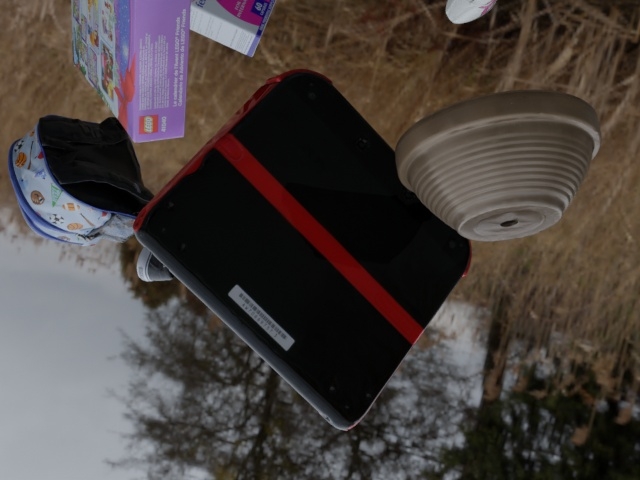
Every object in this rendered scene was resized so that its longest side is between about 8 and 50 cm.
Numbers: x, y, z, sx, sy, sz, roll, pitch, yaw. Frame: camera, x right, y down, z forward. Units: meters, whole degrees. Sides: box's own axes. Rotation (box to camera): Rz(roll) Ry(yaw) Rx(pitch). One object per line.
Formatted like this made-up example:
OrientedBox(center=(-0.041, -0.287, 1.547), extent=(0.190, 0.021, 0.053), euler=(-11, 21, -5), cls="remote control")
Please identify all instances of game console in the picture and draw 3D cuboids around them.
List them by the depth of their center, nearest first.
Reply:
OrientedBox(center=(0.000, 0.000, 1.092), extent=(0.386, 0.342, 0.060), euler=(45, 157, -12), cls="game console")

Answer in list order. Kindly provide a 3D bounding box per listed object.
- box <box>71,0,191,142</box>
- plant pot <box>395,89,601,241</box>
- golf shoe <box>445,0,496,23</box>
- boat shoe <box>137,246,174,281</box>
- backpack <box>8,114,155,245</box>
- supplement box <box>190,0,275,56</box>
OrientedBox(center=(-0.187, -0.270, 0.806), extent=(0.057, 0.293, 0.201), euler=(-12, -141, -29), cls="box")
OrientedBox(center=(0.208, -0.069, 0.964), extent=(0.238, 0.109, 0.237), euler=(-4, 160, -1), cls="plant pot")
OrientedBox(center=(0.225, -0.364, 1.159), extent=(0.086, 0.067, 0.186), euler=(-35, 175, -36), cls="golf shoe")
OrientedBox(center=(-0.255, -0.017, 1.526), extent=(0.076, 0.228, 0.080), euler=(8, 138, 19), cls="boat shoe")
OrientedBox(center=(-0.479, -0.121, 1.637), extent=(0.263, 0.213, 0.276), euler=(23, -144, -61), cls="backpack")
OrientedBox(center=(-0.204, -0.459, 1.592), extent=(0.220, 0.111, 0.114), euler=(22, 168, -10), cls="supplement box")
